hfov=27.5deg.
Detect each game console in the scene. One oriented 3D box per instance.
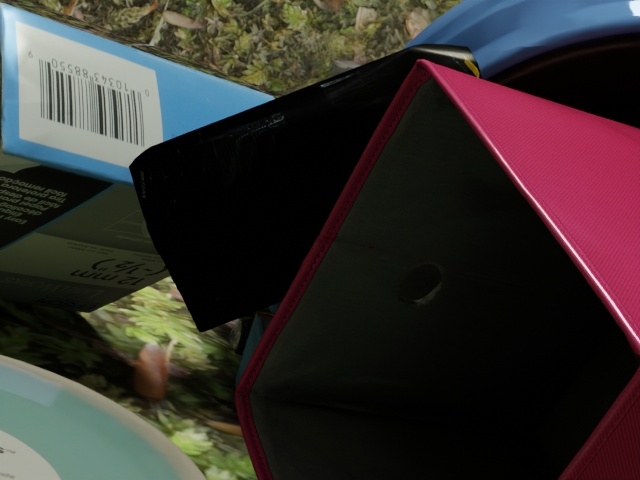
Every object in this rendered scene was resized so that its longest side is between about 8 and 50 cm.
[{"bbox_3d":[0.028,0.040,0.859,0.213,0.361,0.044,-21,46,-2],"label":"game console"}]

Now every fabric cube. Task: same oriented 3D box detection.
[{"bbox_3d":[0.143,0.094,0.730,0.258,0.259,0.254,12,31,-32],"label":"fabric cube"}]

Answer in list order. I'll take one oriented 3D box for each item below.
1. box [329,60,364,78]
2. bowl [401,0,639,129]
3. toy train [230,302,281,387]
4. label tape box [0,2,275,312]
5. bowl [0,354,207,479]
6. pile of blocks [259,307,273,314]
[{"bbox_3d":[0.068,-0.075,1.545,0.183,0.231,0.056,25,16,29],"label":"box"},{"bbox_3d":[0.211,-0.016,0.915,0.391,0.391,0.077,17,42,-12],"label":"bowl"},{"bbox_3d":[0.018,0.106,1.033,0.184,0.080,0.105,16,19,-10],"label":"toy train"},{"bbox_3d":[-0.231,-0.024,0.958,0.347,0.115,0.249,-26,-25,36],"label":"label tape box"},{"bbox_3d":[-0.139,0.139,0.429,0.311,0.163,0.311,20,12,-4],"label":"bowl"},{"bbox_3d":[0.000,0.000,1.111,0.149,0.113,0.362,11,-8,-1],"label":"pile of blocks"}]
